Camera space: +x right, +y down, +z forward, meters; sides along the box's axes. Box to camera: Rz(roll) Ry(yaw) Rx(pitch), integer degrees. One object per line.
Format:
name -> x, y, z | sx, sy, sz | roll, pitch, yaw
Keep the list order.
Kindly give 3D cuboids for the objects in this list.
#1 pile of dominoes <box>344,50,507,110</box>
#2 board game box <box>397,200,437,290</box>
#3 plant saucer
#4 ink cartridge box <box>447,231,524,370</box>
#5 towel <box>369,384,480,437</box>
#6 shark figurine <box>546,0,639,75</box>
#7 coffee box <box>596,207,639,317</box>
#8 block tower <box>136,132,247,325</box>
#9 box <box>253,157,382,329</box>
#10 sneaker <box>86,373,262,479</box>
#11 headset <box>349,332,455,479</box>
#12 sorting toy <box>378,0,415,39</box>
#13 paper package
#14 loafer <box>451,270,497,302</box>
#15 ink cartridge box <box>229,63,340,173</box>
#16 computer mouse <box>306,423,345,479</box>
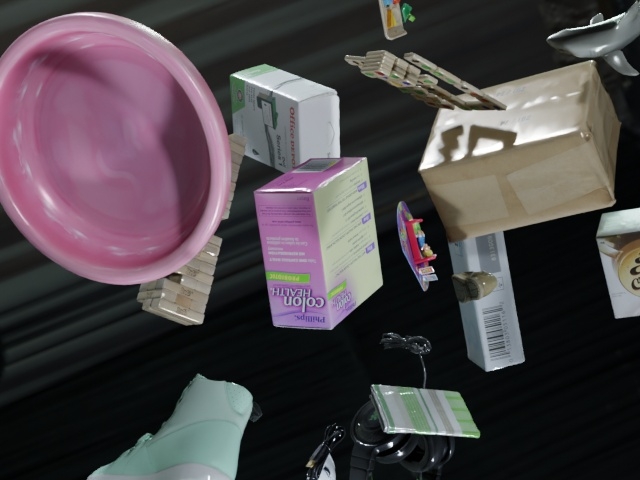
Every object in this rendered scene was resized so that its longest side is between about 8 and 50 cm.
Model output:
pile of dominoes -> 0.180, -0.270, 2.188 | 0.251, 0.040, 0.196 | 24, -9, -32
board game box -> 0.184, 0.005, 2.225 | 0.133, 0.033, 0.169 | -86, 154, -45
plant saucer -> -0.250, -0.113, 1.476 | 0.084, 0.332, 0.332 | -44, 115, -61
ink cartridge box -> 0.301, 0.080, 2.540 | 0.385, 0.091, 0.308 | -153, -129, -78
towel -> 0.156, 0.263, 1.855 | 0.113, 0.152, 0.023 | -110, -149, -59
shark figurine -> 0.561, -0.419, 2.225 | 0.166, 0.278, 0.116 | 37, -24, 16
coffee box -> 0.661, 0.024, 2.179 | 0.119, 0.297, 0.168 | -54, 131, -60
block tower -> -0.221, -0.029, 2.087 | 0.091, 0.097, 0.335 | -10, -119, 53
box -> 0.000, 0.000, 2.101 | 0.213, 0.117, 0.243 | -37, 122, -57
sneaker -> -0.166, 0.236, 1.396 | 0.094, 0.256, 0.151 | 39, 52, -27
headset -> 0.151, 0.387, 2.489 | 0.243, 0.185, 0.394 | 24, 77, -47
sorting toy -> 0.080, -0.246, 1.288 | 0.083, 0.012, 0.062 | -36, 113, -62
paper package -> 0.377, -0.168, 2.263 | 0.168, 0.324, 0.309 | 63, 28, -26
loafer -> 0.279, 0.083, 2.205 | 0.148, 0.050, 0.056 | -168, -117, -77
ink cartridge box -> -0.067, -0.221, 2.277 | 0.219, 0.092, 0.160 | 27, -52, 46
computer mouse -> 0.007, 0.408, 2.143 | 0.042, 0.106, 0.193 | 23, -33, 13
